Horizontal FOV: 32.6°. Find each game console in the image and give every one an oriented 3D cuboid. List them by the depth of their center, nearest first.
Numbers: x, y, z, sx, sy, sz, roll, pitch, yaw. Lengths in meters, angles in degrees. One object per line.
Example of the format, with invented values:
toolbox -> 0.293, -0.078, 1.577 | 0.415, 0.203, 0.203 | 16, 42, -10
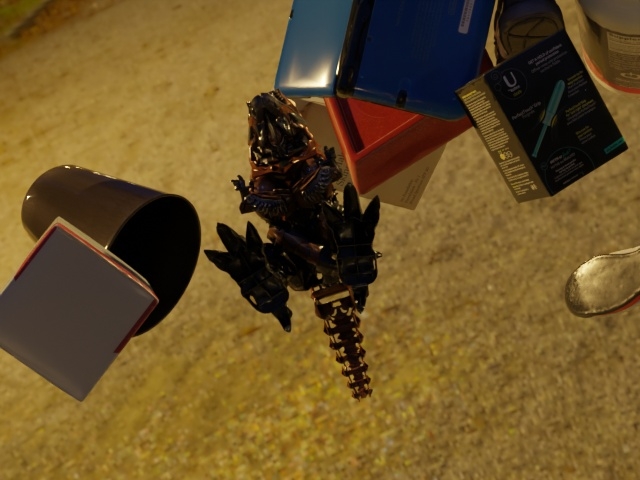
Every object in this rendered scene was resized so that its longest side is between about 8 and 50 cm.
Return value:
game console -> 0.091, -0.313, 1.449 | 0.250, 0.293, 0.173 | 13, -2, -4

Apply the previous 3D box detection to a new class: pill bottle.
pill bottle -> 0.420, -0.324, 1.428 | 0.176, 0.176, 0.318 | -20, -21, 11

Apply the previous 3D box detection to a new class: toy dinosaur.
toy dinosaur -> 0.000, 0.000, 1.131 | 0.164, 0.322, 0.218 | -39, 2, 7

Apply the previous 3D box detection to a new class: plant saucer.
plant saucer -> 0.106, -0.236, 1.552 | 0.259, 0.047, 0.258 | -31, 62, 25

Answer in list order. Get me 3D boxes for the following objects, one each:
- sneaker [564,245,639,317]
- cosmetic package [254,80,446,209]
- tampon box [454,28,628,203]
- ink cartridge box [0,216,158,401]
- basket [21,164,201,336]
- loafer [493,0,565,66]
sneaker -> 0.478, 0.046, 1.515 | 0.145, 0.090, 0.270 | 11, -32, -35
cosmetic package -> 0.050, -0.177, 1.955 | 0.309, 0.160, 0.113 | 12, 30, -19
tampon box -> 0.259, -0.144, 1.292 | 0.120, 0.161, 0.101 | -30, 4, -13
ink cartridge box -> -0.257, 0.064, 1.119 | 0.128, 0.127, 0.176 | -54, 13, -4
basket -> -0.295, -0.009, 1.490 | 0.227, 0.204, 0.154 | 30, 12, 40
loafer -> 0.282, -0.273, 1.467 | 0.109, 0.095, 0.302 | -10, -16, 8
